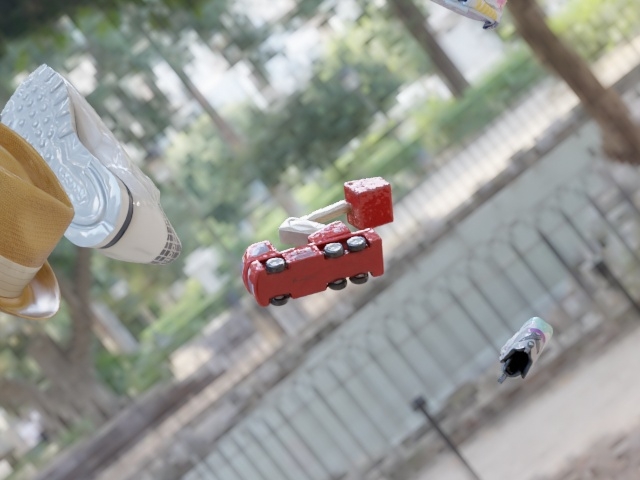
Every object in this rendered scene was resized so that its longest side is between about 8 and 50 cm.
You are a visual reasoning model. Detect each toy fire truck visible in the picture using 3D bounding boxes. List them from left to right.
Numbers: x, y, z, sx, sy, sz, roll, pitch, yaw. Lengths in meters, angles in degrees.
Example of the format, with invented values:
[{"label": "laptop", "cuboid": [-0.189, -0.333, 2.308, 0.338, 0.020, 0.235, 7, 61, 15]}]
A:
[{"label": "toy fire truck", "cuboid": [0.000, 0.000, 1.979, 0.192, 0.047, 0.135, -15, 30, -16]}]

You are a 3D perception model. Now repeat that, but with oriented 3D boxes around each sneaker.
[{"label": "sneaker", "cuboid": [-0.201, -0.061, 1.678, 0.095, 0.235, 0.090, 21, -63, -45]}, {"label": "sneaker", "cuboid": [0.196, 0.126, 1.974, 0.069, 0.038, 0.098, -52, -10, -39]}]

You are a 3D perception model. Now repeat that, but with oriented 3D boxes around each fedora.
[{"label": "fedora", "cuboid": [-0.237, -0.032, 1.364, 0.079, 0.194, 0.194, -42, 2, 12]}]

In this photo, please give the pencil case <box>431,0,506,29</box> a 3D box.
[{"label": "pencil case", "cuboid": [0.205, -0.390, 2.275, 0.273, 0.113, 0.124, -67, -14, 3]}]
